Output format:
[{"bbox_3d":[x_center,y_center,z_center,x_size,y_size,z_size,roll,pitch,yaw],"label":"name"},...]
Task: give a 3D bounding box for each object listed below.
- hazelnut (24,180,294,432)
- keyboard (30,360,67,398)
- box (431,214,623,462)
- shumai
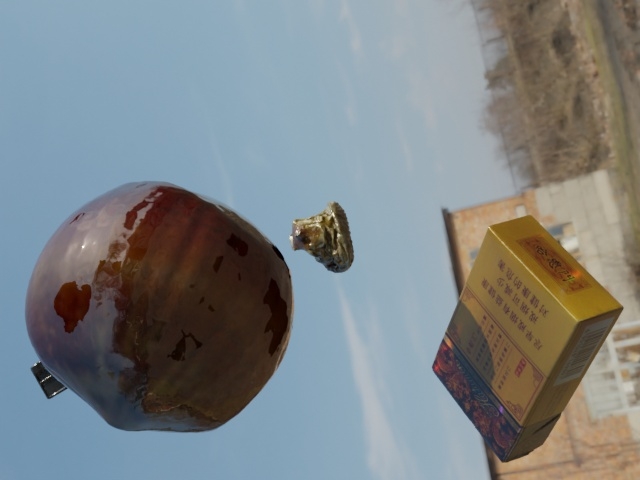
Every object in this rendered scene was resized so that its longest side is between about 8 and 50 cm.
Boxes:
[{"bbox_3d":[-0.248,0.097,1.356,0.429,0.402,0.402,28,-148,-8],"label":"hazelnut"},{"bbox_3d":[-0.467,0.226,1.681,0.087,0.250,0.017,56,180,6],"label":"keyboard"},{"bbox_3d":[0.368,0.192,1.564,0.264,0.115,0.416,52,145,38],"label":"box"},{"bbox_3d":[-0.001,-0.004,1.567,0.145,0.116,0.146,169,90,-89],"label":"shumai"}]
